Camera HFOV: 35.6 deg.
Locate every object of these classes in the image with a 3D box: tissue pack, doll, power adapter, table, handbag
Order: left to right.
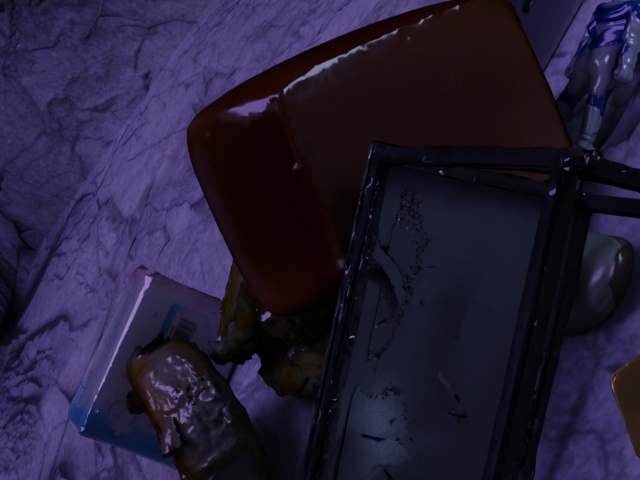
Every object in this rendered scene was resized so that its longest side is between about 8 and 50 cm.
[{"bbox_3d":[-0.250,0.197,1.550,0.124,0.201,0.271,15,79,59],"label":"tissue pack"},{"bbox_3d":[0.202,-0.307,1.246,0.187,0.124,0.255,-60,24,4],"label":"power adapter"},{"bbox_3d":[0.152,0.115,0.703,0.272,0.222,0.334,14,92,65],"label":"table"},{"bbox_3d":[0.301,-0.202,1.023,0.114,0.057,0.227,-136,66,-72],"label":"doll"},{"bbox_3d":[0.266,0.128,0.783,0.061,0.027,0.083,-46,32,31],"label":"handbag"}]

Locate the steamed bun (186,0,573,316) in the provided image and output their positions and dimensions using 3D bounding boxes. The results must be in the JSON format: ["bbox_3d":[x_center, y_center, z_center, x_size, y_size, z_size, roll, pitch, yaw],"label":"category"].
[{"bbox_3d":[0.049,-0.081,0.970,0.379,0.235,0.248,-29,7,-33],"label":"steamed bun"}]

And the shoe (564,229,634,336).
[{"bbox_3d":[0.182,0.040,0.962,0.275,0.098,0.103,-22,50,55],"label":"shoe"}]

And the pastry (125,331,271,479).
[{"bbox_3d":[-0.161,0.244,1.282,0.235,0.121,0.257,53,162,24],"label":"pastry"}]

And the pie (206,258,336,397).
[{"bbox_3d":[0.003,-0.016,1.281,0.418,0.181,0.395,-70,11,-24],"label":"pie"}]
